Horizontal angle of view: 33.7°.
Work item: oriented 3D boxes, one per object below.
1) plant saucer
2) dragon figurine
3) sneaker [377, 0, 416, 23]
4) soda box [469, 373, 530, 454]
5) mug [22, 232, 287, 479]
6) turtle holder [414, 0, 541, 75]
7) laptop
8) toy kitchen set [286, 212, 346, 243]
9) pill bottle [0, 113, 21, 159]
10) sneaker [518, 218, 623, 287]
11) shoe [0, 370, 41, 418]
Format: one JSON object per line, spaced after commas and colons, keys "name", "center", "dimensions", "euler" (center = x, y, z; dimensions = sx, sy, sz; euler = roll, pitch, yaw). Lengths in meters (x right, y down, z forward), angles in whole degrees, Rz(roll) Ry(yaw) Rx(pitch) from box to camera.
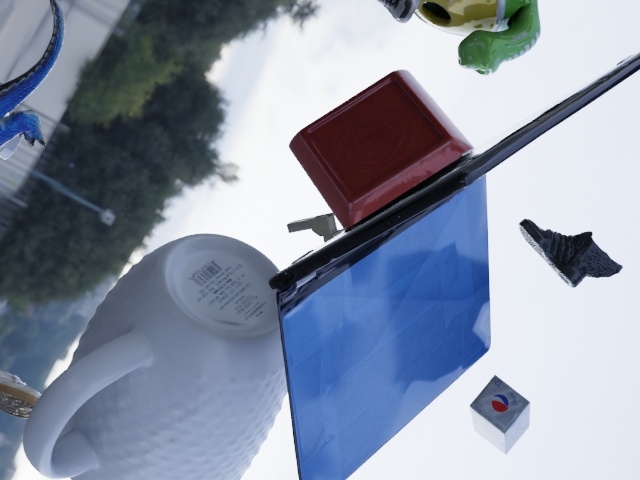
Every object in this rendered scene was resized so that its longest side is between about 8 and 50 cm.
{"name": "plant saucer", "center": [0.096, -0.168, 1.815], "dimensions": [0.259, 0.048, 0.258], "euler": [-33, -128, 0]}
{"name": "dragon figurine", "center": [-0.325, -0.090, 0.921], "dimensions": [0.289, 0.085, 0.144], "euler": [-41, 173, 23]}
{"name": "sneaker", "center": [0.079, -0.272, 1.197], "dimensions": [0.032, 0.037, 0.083], "euler": [-59, -147, 16]}
{"name": "soda box", "center": [0.393, 0.384, 2.310], "dimensions": [0.091, 0.098, 0.286], "euler": [-49, 160, -9]}
{"name": "mug", "center": [-0.204, 0.174, 1.320], "dimensions": [0.374, 0.276, 0.328], "euler": [-23, 152, -44]}
{"name": "turtle holder", "center": [0.250, -0.430, 1.755], "dimensions": [0.243, 0.227, 0.320], "euler": [-157, -122, -79]}
{"name": "laptop", "center": [0.159, 0.042, 1.066], "dimensions": [0.382, 0.236, 0.408], "euler": [-33, -178, -43]}
{"name": "toy kitchen set", "center": [0.000, 0.000, 1.731], "dimensions": [0.075, 0.083, 0.068], "euler": [-11, -173, 23]}
{"name": "pill bottle", "center": [-0.497, -0.177, 1.486], "dimensions": [0.086, 0.152, 0.086], "euler": [-29, -135, 34]}
{"name": "sneaker", "center": [0.410, 0.009, 1.739], "dimensions": [0.089, 0.170, 0.051], "euler": [-42, 180, -5]}
{"name": "shoe", "center": [-0.517, 0.223, 1.673], "dimensions": [0.058, 0.219, 0.076], "euler": [-59, 149, -33]}
